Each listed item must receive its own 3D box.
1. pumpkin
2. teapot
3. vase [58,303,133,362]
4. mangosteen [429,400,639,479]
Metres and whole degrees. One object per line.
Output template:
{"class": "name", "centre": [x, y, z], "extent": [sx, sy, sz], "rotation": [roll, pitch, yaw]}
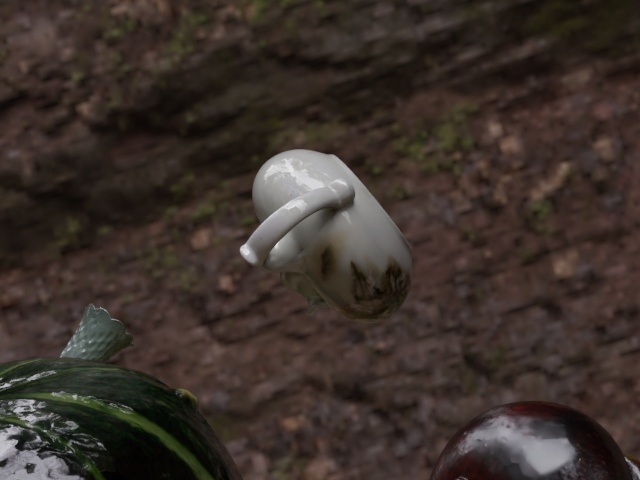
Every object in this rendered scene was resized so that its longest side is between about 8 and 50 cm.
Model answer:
{"class": "pumpkin", "centre": [-0.196, 0.207, 1.041], "extent": [0.323, 0.241, 0.323], "rotation": [-12, 23, 5]}
{"class": "teapot", "centre": [0.000, 0.000, 1.709], "extent": [0.139, 0.204, 0.298], "rotation": [-37, -21, 0]}
{"class": "vase", "centre": [-0.314, 0.162, 2.132], "extent": [0.148, 0.081, 0.081], "rotation": [-52, 14, -24]}
{"class": "mangosteen", "centre": [0.190, 0.236, 1.434], "extent": [0.210, 0.209, 0.210], "rotation": [-17, -1, 0]}
